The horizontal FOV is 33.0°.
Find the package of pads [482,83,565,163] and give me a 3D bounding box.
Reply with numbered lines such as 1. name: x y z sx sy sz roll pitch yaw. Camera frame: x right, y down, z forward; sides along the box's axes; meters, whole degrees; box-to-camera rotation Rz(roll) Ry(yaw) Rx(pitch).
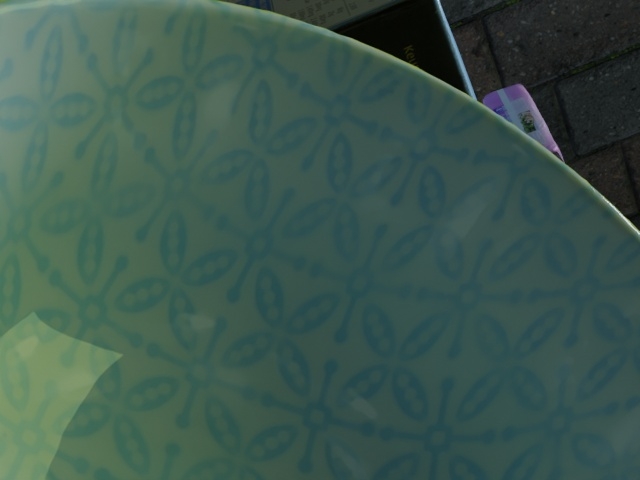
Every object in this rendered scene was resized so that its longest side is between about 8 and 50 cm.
1. package of pads: 0.120 -0.049 0.624 0.083 0.032 0.050 -101 166 -54

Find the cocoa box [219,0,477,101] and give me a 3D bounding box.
1. cocoa box: 0.008 0.007 0.695 0.231 0.228 0.347 -102 168 -63

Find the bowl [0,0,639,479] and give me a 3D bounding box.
1. bowl: -0.024 0.074 0.324 0.156 0.290 0.289 -59 -144 39
